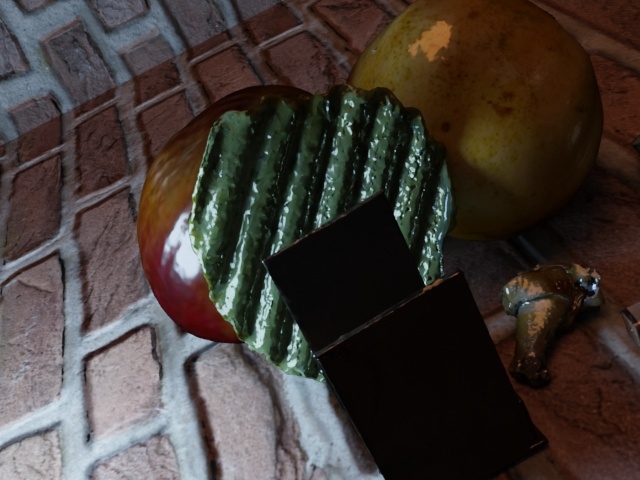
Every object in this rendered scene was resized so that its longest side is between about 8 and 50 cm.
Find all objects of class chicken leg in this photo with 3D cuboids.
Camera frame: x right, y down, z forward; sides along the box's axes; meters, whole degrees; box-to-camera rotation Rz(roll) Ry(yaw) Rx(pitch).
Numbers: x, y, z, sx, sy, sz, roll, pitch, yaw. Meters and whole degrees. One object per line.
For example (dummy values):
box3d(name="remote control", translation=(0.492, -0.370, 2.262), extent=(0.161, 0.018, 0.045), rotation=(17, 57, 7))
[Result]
box3d(name="chicken leg", translation=(0.292, 0.097, 1.233), extent=(0.125, 0.080, 0.196), rotation=(23, 56, 38))

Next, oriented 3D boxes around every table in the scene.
box3d(name="table", translation=(0.095, 0.131, 1.124), extent=(0.196, 0.282, 0.250), rotation=(-29, 29, -3))

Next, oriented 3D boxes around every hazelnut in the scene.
box3d(name="hazelnut", translation=(-0.107, -0.052, 1.473), extent=(0.421, 0.352, 0.421), rotation=(-51, -2, -2))

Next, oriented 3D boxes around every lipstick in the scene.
box3d(name="lipstick", translation=(0.453, 0.081, 1.158), extent=(0.145, 0.045, 0.045), rotation=(-26, 28, 3))

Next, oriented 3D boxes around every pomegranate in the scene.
box3d(name="pomegranate", translation=(0.231, -0.207, 1.421), extent=(0.416, 0.417, 0.417), rotation=(-20, 31, 12))

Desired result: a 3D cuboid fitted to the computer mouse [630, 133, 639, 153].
box3d(name="computer mouse", translation=(0.603, -0.200, 1.373), extent=(0.288, 0.097, 0.159), rotation=(-11, 7, 28))

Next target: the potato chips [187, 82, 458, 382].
box3d(name="potato chips", translation=(0.000, 0.000, 1.251), extent=(0.358, 0.430, 0.070), rotation=(8, 19, -7))
